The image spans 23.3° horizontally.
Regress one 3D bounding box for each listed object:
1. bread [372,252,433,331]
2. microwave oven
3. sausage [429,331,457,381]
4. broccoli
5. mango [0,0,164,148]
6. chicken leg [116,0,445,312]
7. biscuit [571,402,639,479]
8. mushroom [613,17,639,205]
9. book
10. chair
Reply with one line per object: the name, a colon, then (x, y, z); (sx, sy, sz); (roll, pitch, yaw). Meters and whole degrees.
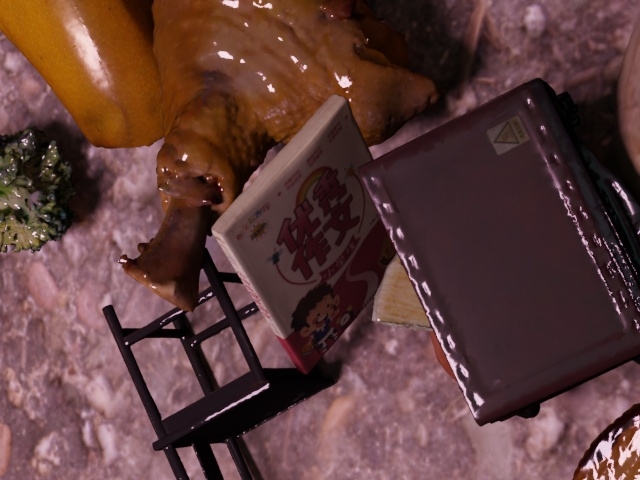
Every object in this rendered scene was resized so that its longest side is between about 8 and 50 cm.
bread: (0.147, 0.032, 1.398); (0.193, 0.036, 0.112); (6, 80, 0)
microwave oven: (0.172, 0.011, 1.282); (0.188, 0.178, 0.247); (-27, 80, 8)
sausage: (0.114, 0.045, 1.431); (0.043, 0.043, 0.186); (-15, 81, 22)
broccoli: (-0.332, -0.055, 1.566); (0.154, 0.160, 0.167); (-44, 54, 16)
mango: (-0.250, -0.245, 1.533); (0.359, 0.144, 0.187); (55, 152, 17)
chicken leg: (-0.044, -0.123, 1.397); (0.295, 0.182, 0.409); (15, 67, 7)
biscuit: (0.349, 0.270, 1.319); (0.305, 0.038, 0.305); (-1, 88, 25)
mushroom: (0.360, -0.110, 1.192); (0.298, 0.290, 0.297); (-2, 84, 23)
book: (0.000, 0.000, 1.355); (0.022, 0.232, 0.162); (29, 69, 34)
chair: (-0.078, 0.154, 1.450); (0.141, 0.154, 0.260); (-31, 74, 20)
